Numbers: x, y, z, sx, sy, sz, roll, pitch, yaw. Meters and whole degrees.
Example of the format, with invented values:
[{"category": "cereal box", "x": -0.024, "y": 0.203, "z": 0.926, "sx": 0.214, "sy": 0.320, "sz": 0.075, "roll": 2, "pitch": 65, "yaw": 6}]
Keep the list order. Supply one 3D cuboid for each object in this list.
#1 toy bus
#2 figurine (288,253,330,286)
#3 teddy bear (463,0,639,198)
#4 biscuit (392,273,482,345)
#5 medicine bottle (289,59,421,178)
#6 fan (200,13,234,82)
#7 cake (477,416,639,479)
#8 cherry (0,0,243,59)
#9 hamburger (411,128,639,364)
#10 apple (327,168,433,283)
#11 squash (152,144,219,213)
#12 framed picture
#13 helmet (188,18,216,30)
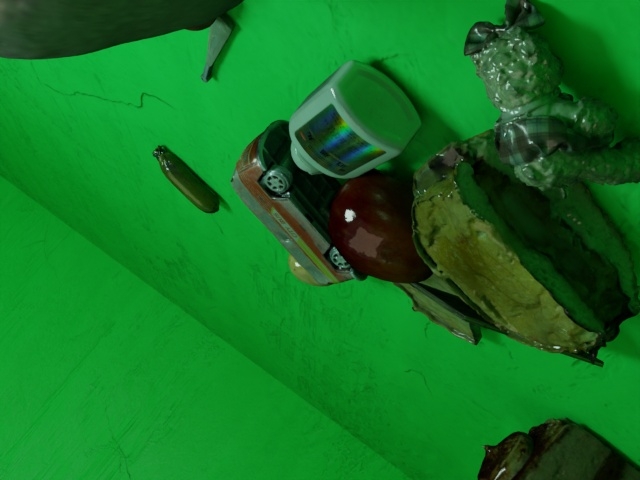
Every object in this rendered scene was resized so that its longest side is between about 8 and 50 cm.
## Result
[{"category": "toy bus", "x": -0.025, "y": -0.052, "z": 1.193, "sx": 0.119, "sy": 0.121, "sz": 0.265, "roll": -22, "pitch": 118, "yaw": 42}, {"category": "figurine", "x": 0.000, "y": 0.000, "z": 1.347, "sx": 0.114, "sy": 0.108, "sz": 0.196, "roll": 5, "pitch": 147, "yaw": 4}, {"category": "teddy bear", "x": 0.202, "y": -0.110, "z": 0.733, "sx": 0.213, "sy": 0.111, "sz": 0.133, "roll": 45, "pitch": 156, "yaw": -22}, {"category": "biscuit", "x": 0.176, "y": 0.063, "z": 1.263, "sx": 0.187, "sy": 0.036, "sz": 0.273, "roll": 29, "pitch": 159, "yaw": 25}, {"category": "medicine bottle", "x": 0.027, "y": -0.141, "z": 1.009, "sx": 0.121, "sy": 0.083, "sz": 0.229, "roll": 40, "pitch": 161, "yaw": -12}, {"category": "fan", "x": -0.154, "y": -0.275, "z": 1.132, "sx": 0.038, "sy": 0.016, "sz": 0.193, "roll": 43, "pitch": 159, "yaw": -3}, {"category": "cake", "x": 0.431, "y": 0.443, "z": 1.433, "sx": 0.293, "sy": 0.199, "sz": 0.196, "roll": 40, "pitch": 166, "yaw": 8}, {"category": "cherry", "x": -0.184, "y": -0.311, "z": 0.693, "sx": 0.326, "sy": 0.335, "sz": 0.291, "roll": -10, "pitch": 116, "yaw": 34}, {"category": "hamburger", "x": 0.220, "y": 0.008, "z": 0.924, "sx": 0.309, "sy": 0.132, "sz": 0.211, "roll": 43, "pitch": 160, "yaw": -12}, {"category": "apple", "x": 0.096, "y": -0.015, "z": 1.082, "sx": 0.158, "sy": 0.147, "sz": 0.156, "roll": 30, "pitch": 137, "yaw": 20}, {"category": "squash", "x": -0.280, "y": -0.124, "z": 1.636, "sx": 0.183, "sy": 0.052, "sz": 0.052, "roll": 47, "pitch": 159, "yaw": -13}, {"category": "framed picture", "x": 0.249, "y": 0.112, "z": 1.075, "sx": 0.231, "sy": 0.010, "sz": 0.173, "roll": 20, "pitch": -174, "yaw": -23}, {"category": "helmet", "x": -0.156, "y": -0.301, "z": 1.022, "sx": 0.084, "sy": 0.065, "sz": 0.049, "roll": 6, "pitch": 169, "yaw": 28}]
